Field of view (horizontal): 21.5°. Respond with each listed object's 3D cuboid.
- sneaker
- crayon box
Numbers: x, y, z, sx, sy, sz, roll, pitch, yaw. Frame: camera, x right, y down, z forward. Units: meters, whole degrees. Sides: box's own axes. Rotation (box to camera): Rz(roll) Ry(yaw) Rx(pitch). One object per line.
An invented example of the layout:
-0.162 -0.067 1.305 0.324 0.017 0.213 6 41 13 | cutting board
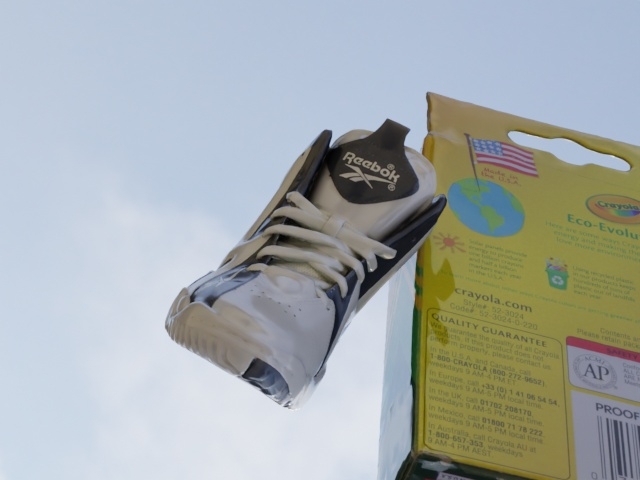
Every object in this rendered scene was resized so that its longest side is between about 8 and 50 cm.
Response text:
0.000 0.000 0.933 0.094 0.235 0.153 31 -82 11 | sneaker
0.144 0.054 1.009 0.318 0.202 0.081 -83 -170 -48 | crayon box
